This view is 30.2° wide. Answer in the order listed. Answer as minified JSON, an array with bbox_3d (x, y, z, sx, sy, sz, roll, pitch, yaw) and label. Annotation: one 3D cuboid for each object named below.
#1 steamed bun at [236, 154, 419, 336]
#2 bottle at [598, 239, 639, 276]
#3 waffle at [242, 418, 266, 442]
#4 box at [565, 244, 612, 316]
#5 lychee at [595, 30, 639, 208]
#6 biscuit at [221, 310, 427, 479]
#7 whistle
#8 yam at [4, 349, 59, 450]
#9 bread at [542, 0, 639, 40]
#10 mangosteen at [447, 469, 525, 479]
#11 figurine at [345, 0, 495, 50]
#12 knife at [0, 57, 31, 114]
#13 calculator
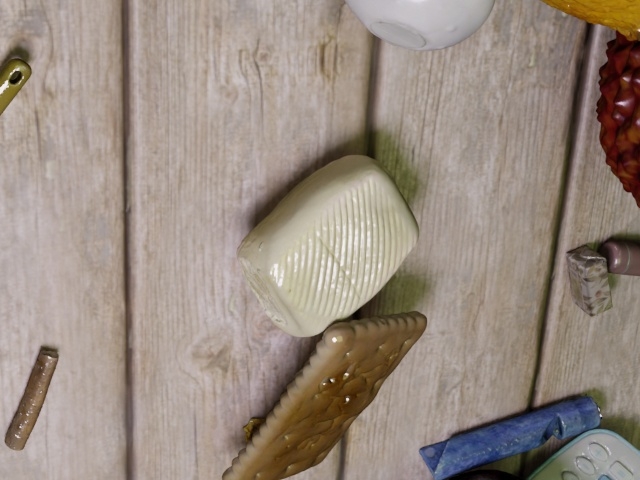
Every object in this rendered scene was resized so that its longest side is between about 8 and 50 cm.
[{"bbox_3d":[0.000,0.000,1.568,0.238,0.152,0.170,-43,121,-18],"label":"steamed bun"},{"bbox_3d":[0.501,0.030,1.856,0.140,0.053,0.053,5,112,-26],"label":"bottle"},{"bbox_3d":[-0.070,0.281,1.747,0.085,0.016,0.078,-27,126,-9],"label":"waffle"},{"bbox_3d":[0.413,0.062,1.826,0.045,0.062,0.098,-23,123,-11],"label":"box"},{"bbox_3d":[0.611,-0.211,1.569,0.499,0.425,0.425,-24,123,7],"label":"lychee"},{"bbox_3d":[0.009,0.225,1.646,0.217,0.044,0.325,-2,135,-50],"label":"biscuit"},{"bbox_3d":[0.306,0.316,1.906,0.304,0.062,0.062,-14,119,-17],"label":"whistle"},{"bbox_3d":[-0.379,0.210,1.564,0.032,0.032,0.145,15,108,-29],"label":"yam"},{"bbox_3d":[0.382,-0.440,1.388,0.215,0.398,0.398,9,111,-18],"label":"bread"},{"bbox_3d":[0.282,0.490,1.807,0.275,0.302,0.275,5,82,-34],"label":"mangosteen"},{"bbox_3d":[0.186,-0.411,1.395,0.226,0.274,0.394,31,80,-52],"label":"figurine"},{"bbox_3d":[-0.457,-0.082,1.387,0.061,0.027,0.343,33,101,-35],"label":"knife"},{"bbox_3d":[0.424,0.491,1.964,0.256,0.054,0.386,43,96,5],"label":"calculator"}]
